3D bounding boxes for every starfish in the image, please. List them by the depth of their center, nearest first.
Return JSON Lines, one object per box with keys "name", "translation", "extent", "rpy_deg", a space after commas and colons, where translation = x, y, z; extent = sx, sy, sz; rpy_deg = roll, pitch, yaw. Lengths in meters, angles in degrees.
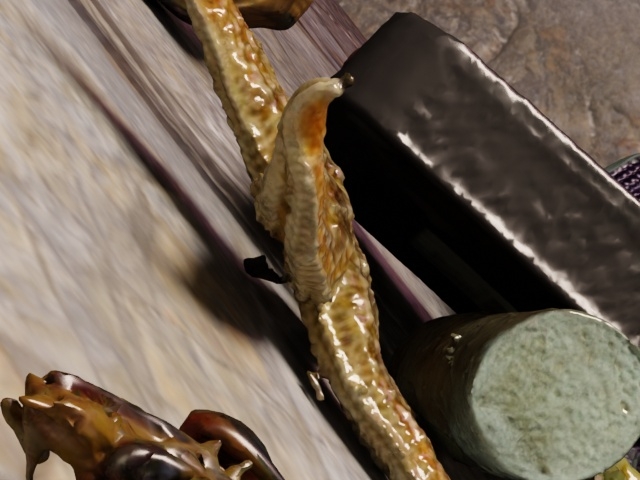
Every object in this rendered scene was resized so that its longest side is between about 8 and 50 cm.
{"name": "starfish", "translation": [-0.001, 0.002, 0.649], "extent": [0.247, 0.050, 0.138], "rpy_deg": [65, -6, -28]}

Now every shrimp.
{"name": "shrimp", "translation": [-0.017, 0.063, 0.411], "extent": [0.178, 0.034, 0.124], "rpy_deg": [49, 5, -34]}

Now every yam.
{"name": "yam", "translation": [0.071, 0.059, 0.747], "extent": [0.068, 0.068, 0.169], "rpy_deg": [51, -10, -4]}

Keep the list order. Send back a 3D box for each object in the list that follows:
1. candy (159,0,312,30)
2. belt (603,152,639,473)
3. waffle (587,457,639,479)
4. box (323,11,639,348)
{"name": "candy", "translation": [-0.104, -0.217, 0.973], "extent": [0.271, 0.101, 0.143], "rpy_deg": [46, 2, -3]}
{"name": "belt", "translation": [0.213, 0.080, 1.186], "extent": [0.260, 0.122, 0.325], "rpy_deg": [54, -8, 25]}
{"name": "waffle", "translation": [0.180, 0.176, 0.946], "extent": [0.208, 0.054, 0.214], "rpy_deg": [47, 2, -32]}
{"name": "box", "translation": [0.086, 0.003, 0.895], "extent": [0.211, 0.058, 0.350], "rpy_deg": [41, -4, 2]}
